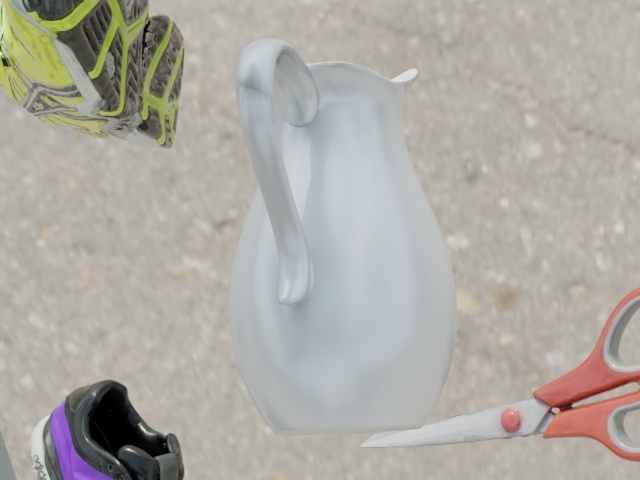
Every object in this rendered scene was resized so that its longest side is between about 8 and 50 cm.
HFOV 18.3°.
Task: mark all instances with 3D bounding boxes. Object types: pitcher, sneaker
[{"bbox_3d":[0.000,0.000,1.074,0.125,0.178,0.207,-6,83,25],"label":"pitcher"},{"bbox_3d":[-0.172,0.261,1.892,0.102,0.146,0.293,-11,64,-47],"label":"sneaker"},{"bbox_3d":[-0.213,-0.158,1.610,0.147,0.385,0.145,4,75,8],"label":"sneaker"}]

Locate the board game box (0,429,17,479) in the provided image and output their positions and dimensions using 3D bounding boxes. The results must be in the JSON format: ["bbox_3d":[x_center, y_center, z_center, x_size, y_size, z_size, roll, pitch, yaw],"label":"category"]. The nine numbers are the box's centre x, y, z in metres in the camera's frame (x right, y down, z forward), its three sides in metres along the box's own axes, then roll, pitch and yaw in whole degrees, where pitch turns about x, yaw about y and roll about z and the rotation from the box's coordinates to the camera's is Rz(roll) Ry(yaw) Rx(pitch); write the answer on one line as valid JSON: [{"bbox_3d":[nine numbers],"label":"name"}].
[{"bbox_3d":[-0.205,0.123,0.347,0.303,0.097,0.224,-14,22,-1],"label":"board game box"}]

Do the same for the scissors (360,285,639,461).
[{"bbox_3d":[0.146,0.126,1.325,0.297,0.021,0.109,-31,72,34],"label":"scissors"}]
